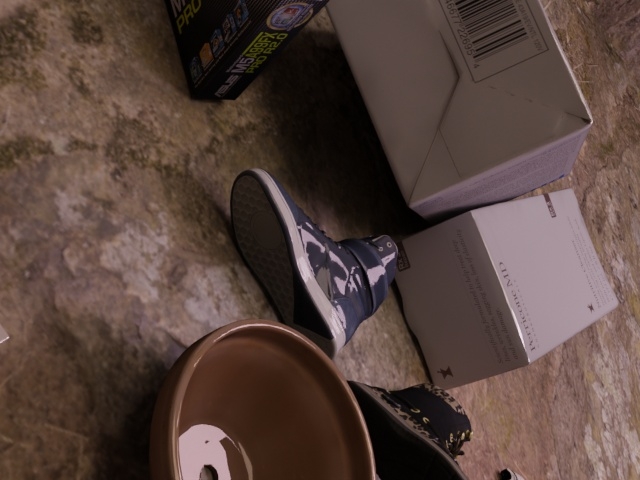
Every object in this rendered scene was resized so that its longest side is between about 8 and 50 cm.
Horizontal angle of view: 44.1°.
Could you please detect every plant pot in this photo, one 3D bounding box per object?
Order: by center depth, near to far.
[{"bbox_3d":[-0.067,0.197,0.686,0.237,0.110,0.237,30,46,-38],"label":"plant pot"}]

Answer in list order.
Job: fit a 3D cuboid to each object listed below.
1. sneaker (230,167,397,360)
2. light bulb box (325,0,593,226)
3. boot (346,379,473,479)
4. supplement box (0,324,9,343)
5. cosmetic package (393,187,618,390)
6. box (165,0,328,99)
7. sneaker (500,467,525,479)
[{"bbox_3d":[-0.001,0.001,0.897,0.163,0.086,0.226,-37,108,-43],"label":"sneaker"},{"bbox_3d":[0.170,-0.226,1.042,0.361,0.225,0.357,13,56,-76],"label":"light bulb box"},{"bbox_3d":[0.133,0.238,0.866,0.236,0.085,0.179,42,20,33],"label":"boot"},{"bbox_3d":[-0.282,0.072,0.559,0.062,0.036,0.098,59,36,-6],"label":"supplement box"},{"bbox_3d":[0.277,0.057,1.160,0.385,0.156,0.217,-15,82,-55],"label":"cosmetic package"},{"bbox_3d":[-0.083,-0.307,0.842,0.060,0.270,0.216,-8,75,-37],"label":"box"},{"bbox_3d":[0.249,0.342,1.059,0.037,0.032,0.083,41,34,-6],"label":"sneaker"}]
